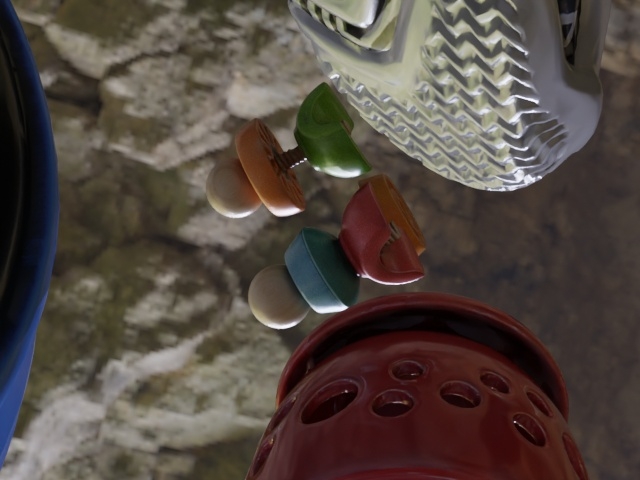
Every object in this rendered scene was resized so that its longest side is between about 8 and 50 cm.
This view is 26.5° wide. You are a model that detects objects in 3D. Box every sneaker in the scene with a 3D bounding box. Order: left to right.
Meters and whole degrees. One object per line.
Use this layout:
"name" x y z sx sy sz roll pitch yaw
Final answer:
"sneaker" 0.072 -0.204 0.381 0.137 0.210 0.366 26 -42 51

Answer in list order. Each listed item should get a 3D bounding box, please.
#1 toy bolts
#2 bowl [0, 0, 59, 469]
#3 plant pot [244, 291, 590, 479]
"toy bolts" 0.000 0.000 1.322 0.158 0.218 0.228 -30 -142 10
"bowl" -0.241 -0.042 0.313 0.077 0.391 0.391 -48 -150 37
"plant pot" 0.050 0.134 0.734 0.174 0.191 0.191 -87 -160 -55
